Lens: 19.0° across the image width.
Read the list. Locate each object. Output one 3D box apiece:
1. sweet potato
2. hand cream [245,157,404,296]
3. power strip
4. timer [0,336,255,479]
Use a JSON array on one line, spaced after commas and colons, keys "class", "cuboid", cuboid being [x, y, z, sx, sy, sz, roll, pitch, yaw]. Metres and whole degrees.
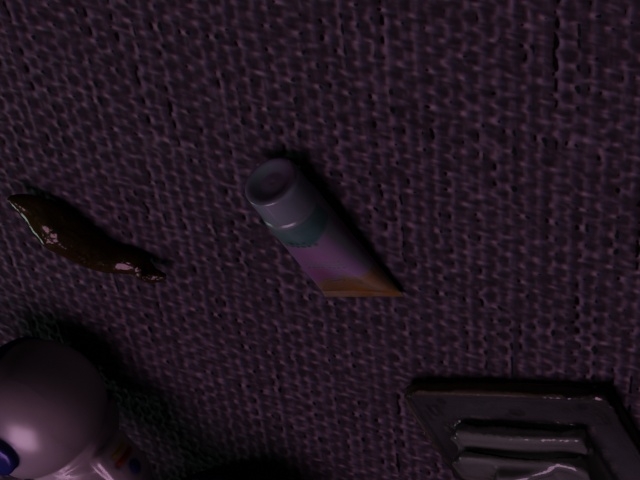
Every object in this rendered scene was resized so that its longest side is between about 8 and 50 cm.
[{"class": "sweet potato", "cuboid": [-0.207, 0.003, 1.672, 0.153, 0.038, 0.041, 29, 169, -9]}, {"class": "hand cream", "cuboid": [0.000, 0.000, 1.537, 0.076, 0.047, 0.174, 0, 148, 30]}, {"class": "power strip", "cuboid": [0.185, 0.202, 1.672, 0.213, 0.064, 0.198, -4, 139, 35]}, {"class": "timer", "cuboid": [-0.200, 0.255, 1.864, 0.270, 0.270, 0.383, -18, 114, 46]}]
